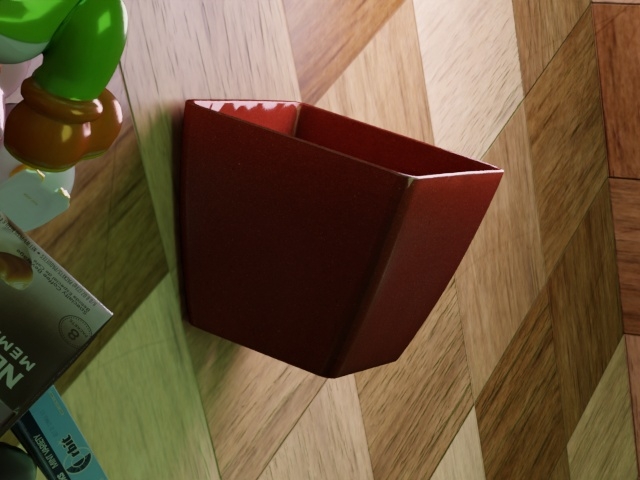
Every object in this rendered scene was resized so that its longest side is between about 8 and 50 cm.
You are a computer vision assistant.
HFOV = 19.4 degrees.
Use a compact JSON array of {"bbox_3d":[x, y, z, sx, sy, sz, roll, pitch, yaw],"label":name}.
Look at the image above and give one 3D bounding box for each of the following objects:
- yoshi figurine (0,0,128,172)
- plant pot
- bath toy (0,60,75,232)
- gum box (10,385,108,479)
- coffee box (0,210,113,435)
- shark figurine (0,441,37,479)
[{"bbox_3d":[-0.171,-0.246,1.277,0.204,0.203,0.362,-2,125,-31],"label":"yoshi figurine"},{"bbox_3d":[0.000,0.000,1.977,0.267,0.267,0.235,-7,115,-64],"label":"plant pot"},{"bbox_3d":[-0.294,-0.143,1.471,0.348,0.151,0.129,59,6,-51],"label":"bath toy"},{"bbox_3d":[-0.249,0.128,1.554,0.041,0.184,0.157,-35,134,-14],"label":"gum box"},{"bbox_3d":[-0.294,0.030,1.363,0.098,0.246,0.141,-46,-179,40],"label":"coffee box"},{"bbox_3d":[-0.318,0.264,1.563,0.116,0.166,0.278,-12,126,-37],"label":"shark figurine"}]
